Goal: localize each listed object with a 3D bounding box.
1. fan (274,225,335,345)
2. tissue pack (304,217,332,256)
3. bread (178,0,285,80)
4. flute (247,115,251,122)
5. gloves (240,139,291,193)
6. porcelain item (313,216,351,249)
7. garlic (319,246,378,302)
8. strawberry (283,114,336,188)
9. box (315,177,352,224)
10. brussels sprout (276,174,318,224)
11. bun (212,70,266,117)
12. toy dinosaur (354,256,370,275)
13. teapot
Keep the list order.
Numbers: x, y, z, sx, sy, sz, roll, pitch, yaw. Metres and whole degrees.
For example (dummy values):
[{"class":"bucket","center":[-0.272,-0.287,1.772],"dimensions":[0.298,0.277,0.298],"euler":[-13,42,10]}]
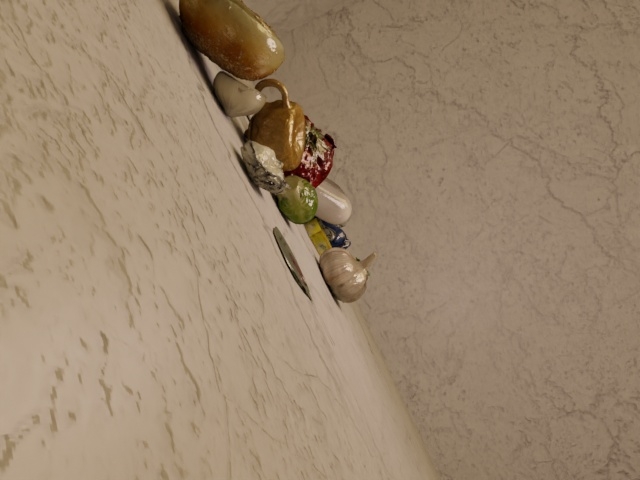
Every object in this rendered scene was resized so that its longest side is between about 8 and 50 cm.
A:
[{"class":"fan","center":[-0.033,0.105,1.041],"dimensions":[0.310,0.010,0.182],"euler":[63,3,-5]},{"class":"tissue pack","center":[0.000,0.000,1.932],"dimensions":[0.095,0.062,0.176],"euler":[-112,176,-51]},{"class":"bread","center":[-0.226,-0.515,1.141],"dimensions":[0.306,0.158,0.305],"euler":[34,14,-9]},{"class":"flute","center":[-0.279,-0.483,1.678],"dimensions":[0.269,0.014,0.014],"euler":[62,4,-21]},{"class":"gloves","center":[-0.131,-0.162,1.048],"dimensions":[0.153,0.070,0.114],"euler":[40,32,-66]},{"class":"porcelain item","center":[0.047,-0.070,2.155],"dimensions":[0.138,0.186,0.287],"euler":[66,-1,-65]},{"class":"garlic","center":[0.118,0.110,1.656],"dimensions":[0.218,0.212,0.218],"euler":[59,10,-17]},{"class":"strawberry","center":[-0.089,-0.276,1.525],"dimensions":[0.274,0.220,0.274],"euler":[17,64,-38]},{"class":"box","center":[-0.012,-0.203,1.961],"dimensions":[0.289,0.141,0.349],"euler":[31,14,-16]},{"class":"brussels sprout","center":[-0.067,-0.123,1.337],"dimensions":[0.155,0.118,0.155],"euler":[163,-90,-88]},{"class":"bun","center":[-0.211,-0.354,1.135],"dimensions":[0.138,0.094,0.138],"euler":[29,14,-8]},{"class":"toy dinosaur","center":[0.132,0.184,2.064],"dimensions":[0.194,0.177,0.152],"euler":[6,-48,59]},{"class":"teapot","center":[-0.141,-0.308,1.287],"dimensions":[0.311,0.167,0.203],"euler":[85,16,-46]}]
